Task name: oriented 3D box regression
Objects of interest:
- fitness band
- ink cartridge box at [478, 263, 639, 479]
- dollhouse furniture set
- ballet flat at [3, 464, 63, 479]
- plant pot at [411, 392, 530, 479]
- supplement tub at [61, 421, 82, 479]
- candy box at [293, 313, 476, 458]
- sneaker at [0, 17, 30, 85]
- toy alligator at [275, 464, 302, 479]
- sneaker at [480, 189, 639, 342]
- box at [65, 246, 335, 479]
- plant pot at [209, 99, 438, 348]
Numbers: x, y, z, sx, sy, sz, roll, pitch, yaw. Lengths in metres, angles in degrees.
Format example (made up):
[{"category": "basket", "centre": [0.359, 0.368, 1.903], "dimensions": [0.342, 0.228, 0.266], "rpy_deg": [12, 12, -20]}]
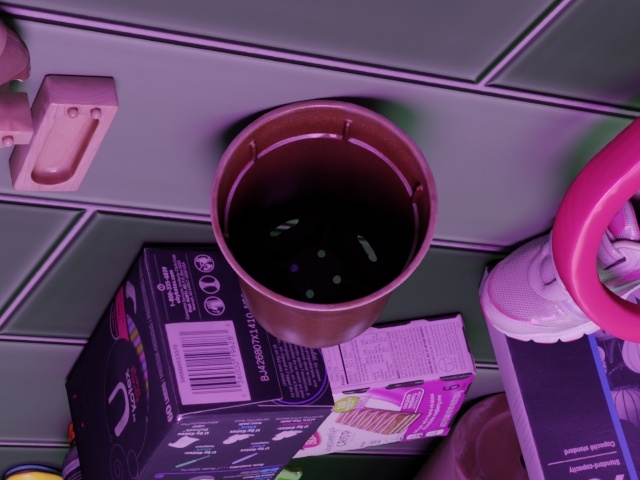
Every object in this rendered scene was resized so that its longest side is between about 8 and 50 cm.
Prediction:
[{"category": "fitness band", "centre": [0.321, -0.039, 1.427], "dimensions": [0.291, 0.054, 0.209], "rpy_deg": [-42, 126, 12]}, {"category": "ink cartridge box", "centre": [0.262, 0.165, 1.586], "dimensions": [0.165, 0.332, 0.065], "rpy_deg": [-10, 156, -8]}, {"category": "dollhouse furniture set", "centre": [-0.226, -0.026, 1.231], "dimensions": [0.151, 0.123, 0.144], "rpy_deg": [0, 150, -25]}, {"category": "ballet flat", "centre": [-0.276, 0.310, 1.895], "dimensions": [0.077, 0.077, 0.231], "rpy_deg": [-15, 153, 5]}, {"category": "plant pot", "centre": [0.210, 0.327, 1.949], "dimensions": [0.323, 0.323, 0.280], "rpy_deg": [-6, 136, -15]}, {"category": "supplement tub", "centre": [-0.189, 0.264, 1.725], "dimensions": [0.117, 0.190, 0.117], "rpy_deg": [-11, 154, -6]}, {"category": "candy box", "centre": [0.022, 0.150, 1.734], "dimensions": [0.234, 0.071, 0.159], "rpy_deg": [-7, 153, -11]}, {"category": "sneaker", "centre": [-0.277, -0.089, 1.152], "dimensions": [0.188, 0.066, 0.071], "rpy_deg": [-20, 153, 13]}, {"category": "toy alligator", "centre": [-0.115, 0.259, 1.907], "dimensions": [0.190, 0.056, 0.051], "rpy_deg": [-15, 111, 7]}, {"category": "sneaker", "centre": [0.250, 0.002, 1.541], "dimensions": [0.252, 0.103, 0.111], "rpy_deg": [-26, 146, 11]}, {"category": "box", "centre": [-0.115, 0.137, 1.545], "dimensions": [0.143, 0.165, 0.270], "rpy_deg": [-1, 150, -25]}, {"category": "plant pot", "centre": [0.000, 0.000, 1.362], "dimensions": [0.167, 0.167, 0.165], "rpy_deg": [-10, 161, -6]}]
